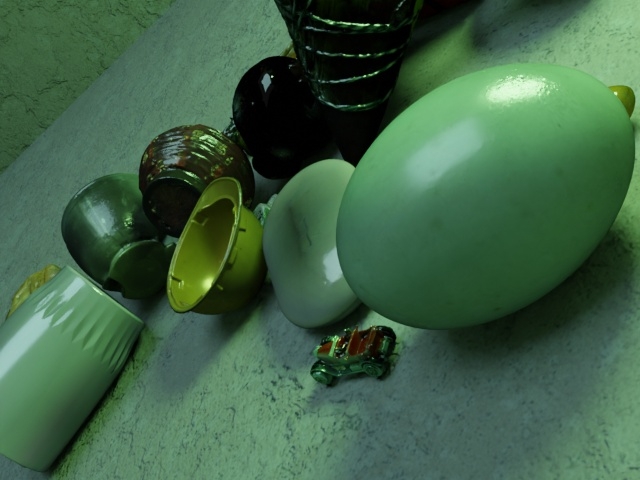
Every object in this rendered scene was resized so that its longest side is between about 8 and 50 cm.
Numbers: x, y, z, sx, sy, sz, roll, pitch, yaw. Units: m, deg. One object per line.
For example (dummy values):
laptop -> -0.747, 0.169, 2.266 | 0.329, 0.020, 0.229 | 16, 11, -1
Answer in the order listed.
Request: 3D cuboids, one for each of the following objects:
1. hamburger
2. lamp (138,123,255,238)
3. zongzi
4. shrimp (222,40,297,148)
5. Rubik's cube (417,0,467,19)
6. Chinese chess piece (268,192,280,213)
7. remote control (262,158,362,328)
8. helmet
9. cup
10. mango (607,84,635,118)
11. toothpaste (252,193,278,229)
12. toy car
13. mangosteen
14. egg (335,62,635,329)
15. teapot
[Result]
hamburger -> -0.590, 0.177, 2.063 | 0.209, 0.162, 0.330 | -39, 27, 14
lamp -> -0.242, -0.119, 1.805 | 0.247, 0.247, 0.247 | -35, 31, 25
zongzi -> 0.055, -0.323, 1.611 | 0.319, 0.383, 0.362 | -2, 67, 7
shrimp -> -0.124, -0.347, 2.117 | 0.445, 0.085, 0.272 | -54, 23, -14
Rubik's cube -> 0.139, -0.602, 1.753 | 0.283, 0.293, 0.288 | -11, 62, 43
Chinese chess piece -> -0.040, -0.057, 1.673 | 0.122, 0.051, 0.122 | -33, 34, 26
remote control -> 0.000, 0.000, 1.469 | 0.221, 0.103, 0.332 | -45, 35, 21
helmet -> -0.161, 0.030, 1.640 | 0.205, 0.140, 0.257 | 6, 72, 56
cup -> -0.541, 0.251, 1.807 | 0.371, 0.253, 0.253 | -53, 28, -8
mango -> 0.331, -0.149, 1.220 | 0.184, 0.085, 0.102 | -15, 39, 32
toothpaste -> -0.147, 0.017, 1.744 | 0.078, 0.047, 0.248 | 20, 74, 54
toy car -> 0.042, 0.158, 1.289 | 0.143, 0.054, 0.073 | -17, 42, 44
mangosteen -> -0.076, -0.244, 1.796 | 0.243, 0.243, 0.243 | -35, 31, 25
egg -> 0.190, -0.050, 1.093 | 0.389, 0.276, 0.276 | -35, 31, 24
teapot -> -0.373, 0.003, 1.973 | 0.239, 0.321, 0.239 | 51, 141, 43
